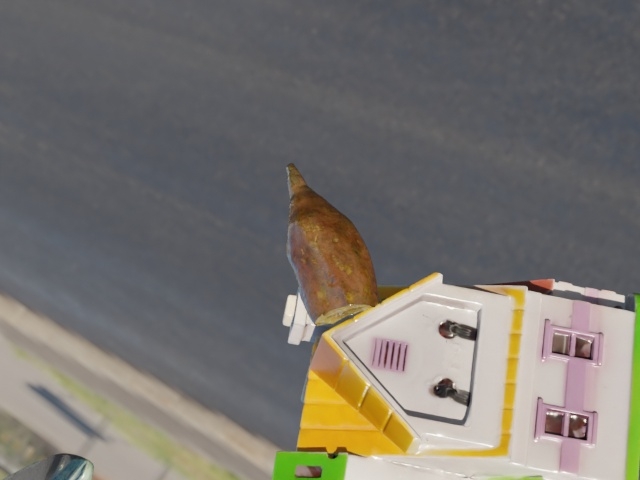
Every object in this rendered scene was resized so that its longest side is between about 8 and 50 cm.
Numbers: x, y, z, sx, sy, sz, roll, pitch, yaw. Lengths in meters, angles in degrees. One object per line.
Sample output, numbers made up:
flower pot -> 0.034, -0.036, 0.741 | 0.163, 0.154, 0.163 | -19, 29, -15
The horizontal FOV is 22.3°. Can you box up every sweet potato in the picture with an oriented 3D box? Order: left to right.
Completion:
sweet potato -> 0.000, 0.000, 0.990 | 0.049, 0.049, 0.117 | 64, -176, -63

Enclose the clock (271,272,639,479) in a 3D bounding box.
clock -> 0.111, 0.142, 1.408 | 0.309, 0.235, 0.166 | 12, 153, -3

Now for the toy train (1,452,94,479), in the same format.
toy train -> -0.200, 0.186, 1.013 | 0.048, 0.055, 0.252 | 37, 138, -23
